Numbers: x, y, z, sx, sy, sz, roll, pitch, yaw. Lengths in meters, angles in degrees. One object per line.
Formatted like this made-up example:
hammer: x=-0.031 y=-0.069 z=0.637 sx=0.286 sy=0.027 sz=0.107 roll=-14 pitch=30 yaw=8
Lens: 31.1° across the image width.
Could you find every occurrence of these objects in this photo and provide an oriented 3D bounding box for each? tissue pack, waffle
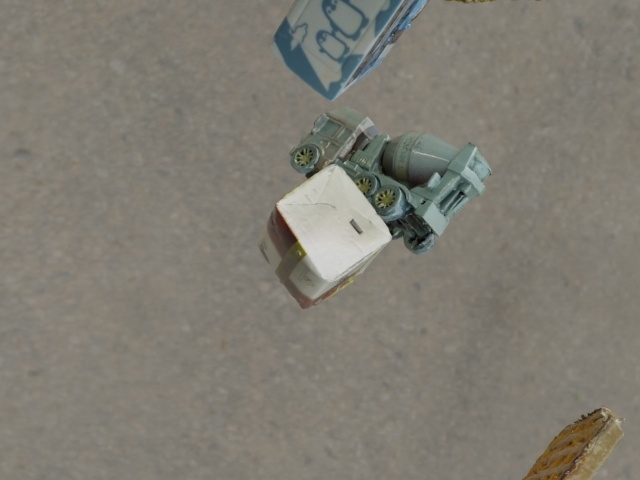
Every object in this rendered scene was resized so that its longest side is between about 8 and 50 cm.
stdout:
tissue pack: x=-0.001 y=0.000 z=1.257 sx=0.099 sy=0.149 sz=0.106 roll=-35 pitch=83 yaw=-17
waffle: x=0.183 y=0.164 z=0.857 sx=0.021 sy=0.135 sz=0.092 roll=42 pitch=72 yaw=6

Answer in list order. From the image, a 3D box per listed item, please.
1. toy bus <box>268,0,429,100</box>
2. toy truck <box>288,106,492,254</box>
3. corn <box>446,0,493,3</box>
toy bus: x=0.069 y=-0.271 z=1.074 sx=0.106 sy=0.297 sz=0.131 roll=41 pitch=45 yaw=3
toy truck: x=0.089 y=-0.089 z=1.460 sx=0.140 sy=0.256 sz=0.108 roll=-53 pitch=138 yaw=-6
corn: x=0.256 y=-0.314 z=1.281 sx=0.097 sy=0.319 sz=0.097 roll=0 pitch=90 yaw=-81
